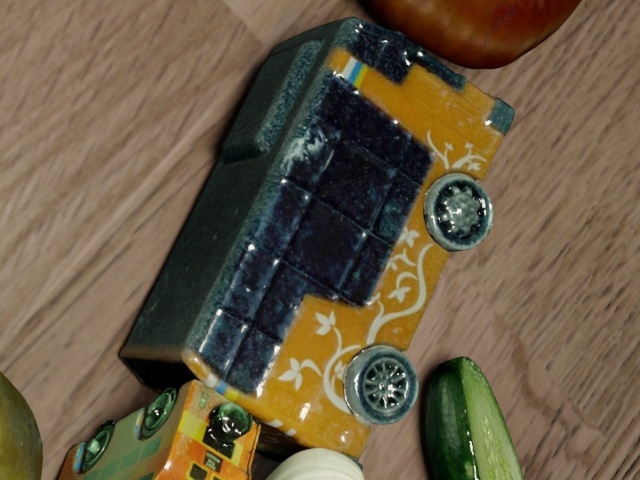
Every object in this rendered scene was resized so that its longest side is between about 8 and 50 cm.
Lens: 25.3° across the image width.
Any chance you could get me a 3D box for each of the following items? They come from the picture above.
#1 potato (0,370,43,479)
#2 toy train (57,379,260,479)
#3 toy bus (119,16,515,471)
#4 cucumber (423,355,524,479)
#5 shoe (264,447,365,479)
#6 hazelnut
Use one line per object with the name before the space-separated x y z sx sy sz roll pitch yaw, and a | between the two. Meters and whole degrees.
potato | -0.270 0.139 0.924 0.143 0.248 0.169 -18 68 9
toy train | -0.121 0.169 1.015 0.072 0.188 0.099 39 45 -21
toy bus | 0.000 0.000 1.117 0.194 0.162 0.323 31 74 -22
cucumber | 0.135 0.219 1.233 0.115 0.063 0.243 -16 93 -65
shoe | -0.054 0.272 1.025 0.095 0.110 0.265 26 110 -18
hazelnut | 0.137 -0.270 1.187 0.229 0.229 0.229 2 86 -31
